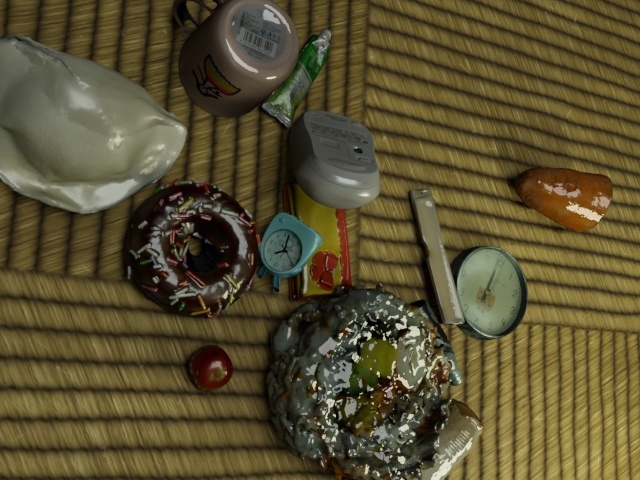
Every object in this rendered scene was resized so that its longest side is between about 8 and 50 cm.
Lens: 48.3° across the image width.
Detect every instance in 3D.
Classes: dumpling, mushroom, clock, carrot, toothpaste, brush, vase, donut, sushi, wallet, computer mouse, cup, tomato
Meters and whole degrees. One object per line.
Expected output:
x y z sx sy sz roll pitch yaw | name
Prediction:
-0.420 -0.181 1.237 0.341 0.181 0.260 22 95 -57 | dumpling
0.224 0.480 1.496 0.351 0.122 0.095 -49 137 -32 | mushroom
0.397 0.123 1.686 0.226 0.049 0.226 4 82 -27 | clock
0.587 -0.124 1.784 0.225 0.159 0.159 18 74 -13 | carrot
-0.040 -0.357 1.527 0.078 0.047 0.248 36 69 -19 | toothpaste
-0.072 0.026 1.412 0.108 0.045 0.147 34 94 19 | clock
0.258 0.038 1.630 0.060 0.050 0.321 -7 78 -26 | brush
0.259 0.233 1.588 0.060 0.060 0.211 -35 100 -28 | vase
-0.232 0.015 1.334 0.269 0.103 0.270 5 79 -26 | donut
0.088 0.280 1.419 0.417 0.176 0.418 3 84 -28 | sushi
0.000 0.000 1.481 0.141 0.067 0.241 -1 82 -30 | wallet
0.029 -0.155 1.451 0.184 0.297 0.121 6 122 -16 | computer mouse
-0.173 -0.380 1.368 0.253 0.200 0.191 48 64 -13 | cup
-0.205 0.239 1.330 0.087 0.075 0.087 2 85 -26 | tomato
